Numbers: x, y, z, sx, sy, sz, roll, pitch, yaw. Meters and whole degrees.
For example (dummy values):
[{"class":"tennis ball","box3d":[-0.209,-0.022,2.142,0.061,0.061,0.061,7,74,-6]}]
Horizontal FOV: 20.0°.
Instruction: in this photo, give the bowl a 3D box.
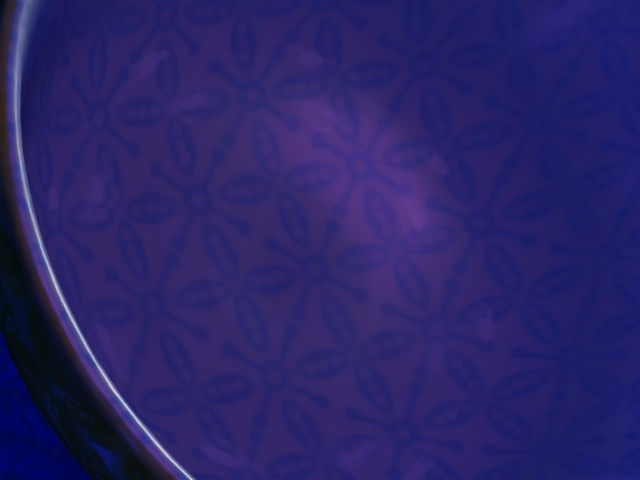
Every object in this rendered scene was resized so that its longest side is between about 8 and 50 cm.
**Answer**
[{"class":"bowl","box3d":[0.000,0.000,0.633,0.289,0.156,0.289,12,65,-26]}]
